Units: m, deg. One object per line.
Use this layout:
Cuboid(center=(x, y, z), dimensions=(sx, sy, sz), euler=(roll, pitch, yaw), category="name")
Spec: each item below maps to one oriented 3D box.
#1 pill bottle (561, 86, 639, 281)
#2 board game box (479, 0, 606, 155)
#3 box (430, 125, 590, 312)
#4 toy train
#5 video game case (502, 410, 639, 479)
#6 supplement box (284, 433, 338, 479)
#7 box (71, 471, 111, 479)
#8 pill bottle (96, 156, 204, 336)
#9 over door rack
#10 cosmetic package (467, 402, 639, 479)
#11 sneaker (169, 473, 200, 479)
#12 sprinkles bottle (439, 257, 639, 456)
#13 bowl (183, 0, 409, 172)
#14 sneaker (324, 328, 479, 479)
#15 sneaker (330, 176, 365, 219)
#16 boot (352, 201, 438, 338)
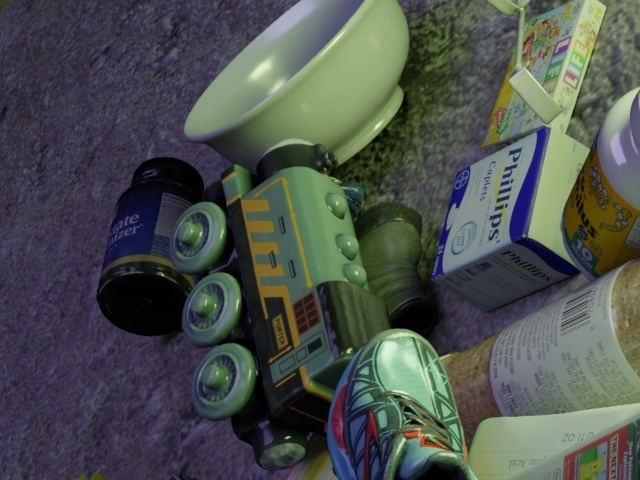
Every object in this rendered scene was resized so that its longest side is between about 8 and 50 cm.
Cuboid(center=(0.260, -0.048, 1.504), dimensions=(0.208, 0.117, 0.117), euler=(103, -175, -63), category="pill bottle")
Cuboid(center=(0.219, -0.159, 1.933), dimensions=(0.103, 0.026, 0.154), euler=(-19, 45, 55), category="board game box")
Cuboid(center=(0.178, -0.019, 1.787), dimensions=(0.137, 0.072, 0.126), euler=(-28, 39, 49), category="box")
Cuboid(center=(-0.033, 0.055, 1.909), dimensions=(0.190, 0.142, 0.334), euler=(-34, 48, 26), category="toy train")
Cuboid(center=(0.163, 0.211, 1.226), dimensions=(0.183, 0.023, 0.201), euler=(-34, 33, 40), category="video game case")
Cuboid(center=(0.008, 0.229, 1.867), dimensions=(0.062, 0.036, 0.098), euler=(-58, 23, -1), category="supplement box")
Cuboid(center=(-0.298, 0.338, 2.336), dimensions=(0.179, 0.043, 0.105), euler=(-23, 42, 51), category="box")
Cuboid(center=(-0.203, 0.003, 2.451), dimensions=(0.123, 0.123, 0.219), euler=(-40, 29, 36), category="pill bottle")
Cuboid(center=(0.249, -0.279, 1.850), dimensions=(0.239, 0.108, 0.324), euler=(-43, 20, 18), category="over door rack")
Cuboid(center=(0.163, 0.314, 1.309), dimensions=(0.217, 0.156, 0.385), euler=(-16, 47, 54), category="cosmetic package")
Cuboid(center=(-0.163, 0.324, 2.009), dimensions=(0.226, 0.086, 0.163), euler=(-10, 63, 48), category="sneaker")
Cuboid(center=(0.204, 0.101, 1.529), dimensions=(0.355, 0.121, 0.121), euler=(-32, 34, 45), category="sprinkles bottle")
Cuboid(center=(-0.001, -0.169, 2.205), dimensions=(0.298, 0.134, 0.298), euler=(-39, 17, 14), category="bowl")
Cuboid(center=(0.073, 0.161, 1.327), dimensions=(0.125, 0.104, 0.262), euler=(123, 152, -49), category="sneaker")
Cuboid(center=(0.008, -0.051, 2.192), dimensions=(0.135, 0.052, 0.058), euler=(-18, 39, 54), category="sneaker")
Cuboid(center=(0.019, 0.083, 1.977), dimensions=(0.246, 0.083, 0.161), euler=(-43, 33, 35), category="boot")
